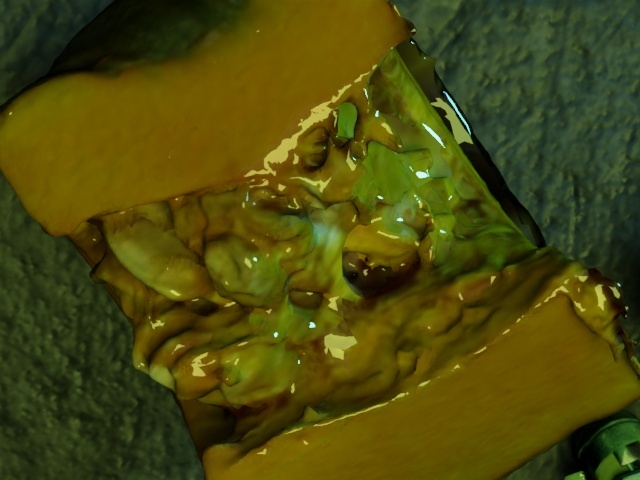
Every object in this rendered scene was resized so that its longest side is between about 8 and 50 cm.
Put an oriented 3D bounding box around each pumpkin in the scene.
[{"bbox_3d":[0.000,0.000,0.847,0.225,0.256,0.303,-30,86,1],"label":"pumpkin"}]

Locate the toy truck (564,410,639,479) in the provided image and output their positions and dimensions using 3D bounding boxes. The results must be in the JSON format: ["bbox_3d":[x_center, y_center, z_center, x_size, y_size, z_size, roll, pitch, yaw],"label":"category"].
[{"bbox_3d":[0.284,0.155,1.039,0.259,0.128,0.135,-21,134,-8],"label":"toy truck"}]
